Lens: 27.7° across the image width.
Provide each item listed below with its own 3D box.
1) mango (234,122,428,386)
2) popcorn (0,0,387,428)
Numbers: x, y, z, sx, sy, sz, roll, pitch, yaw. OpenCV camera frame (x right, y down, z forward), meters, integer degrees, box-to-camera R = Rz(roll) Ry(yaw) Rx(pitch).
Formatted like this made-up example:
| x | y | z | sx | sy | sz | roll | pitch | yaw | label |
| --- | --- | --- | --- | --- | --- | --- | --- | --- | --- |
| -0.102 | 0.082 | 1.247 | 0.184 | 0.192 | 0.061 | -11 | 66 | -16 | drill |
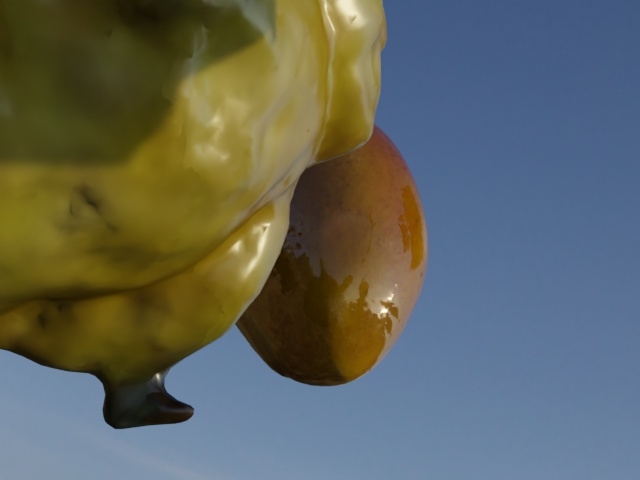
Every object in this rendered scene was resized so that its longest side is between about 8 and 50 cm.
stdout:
| x | y | z | sx | sy | sz | roll | pitch | yaw | label |
| --- | --- | --- | --- | --- | --- | --- | --- | --- | --- |
| 0.000 | 0.000 | 0.922 | 0.153 | 0.252 | 0.126 | -17 | -48 | 8 | mango |
| -0.113 | -0.053 | 0.561 | 0.297 | 0.281 | 0.316 | -16 | -5 | 0 | popcorn |
